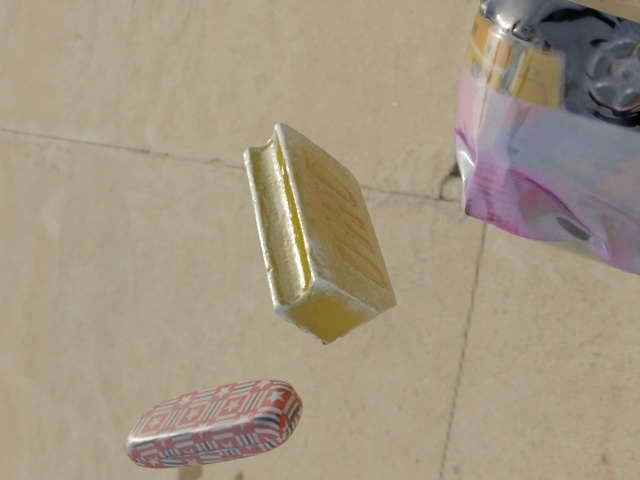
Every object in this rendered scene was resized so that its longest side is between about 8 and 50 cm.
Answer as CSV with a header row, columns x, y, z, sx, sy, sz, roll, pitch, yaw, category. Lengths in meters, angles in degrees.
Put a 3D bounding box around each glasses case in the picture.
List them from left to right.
x,y,z,sx,sy,sz,roll,pitch,yaw,category
-0.097,0.174,0.893,0.194,0.073,0.049,-16,117,34,glasses case

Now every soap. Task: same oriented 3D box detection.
x,y,z,sx,sy,sz,roll,pitch,yaw,category
0.000,0.000,0.979,0.073,0.140,0.232,-39,41,23,soap

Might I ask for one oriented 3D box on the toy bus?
x,y,z,sx,sy,sz,roll,pitch,yaw,category
0.270,-0.047,0.640,0.171,0.386,0.162,-76,3,-68,toy bus
